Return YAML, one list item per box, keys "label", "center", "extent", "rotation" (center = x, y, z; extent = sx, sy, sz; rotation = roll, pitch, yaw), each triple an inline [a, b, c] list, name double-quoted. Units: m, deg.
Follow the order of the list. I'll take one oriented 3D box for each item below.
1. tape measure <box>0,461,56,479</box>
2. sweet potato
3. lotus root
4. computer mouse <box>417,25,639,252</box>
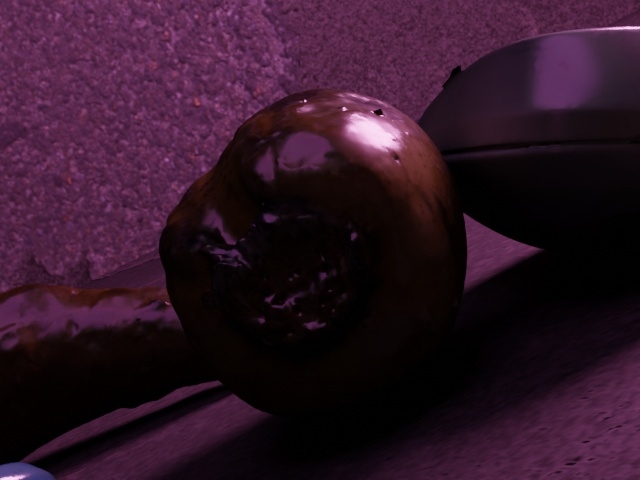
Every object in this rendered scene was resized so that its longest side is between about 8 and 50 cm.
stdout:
- label: "tape measure"
  center: [-0.138, 0.132, 0.604]
  extent: [0.146, 0.081, 0.125]
  rotation: [-25, -12, -35]
- label: "sweet potato"
  center: [-0.232, 0.104, 1.099]
  extent: [0.422, 0.130, 0.130]
  rotation: [-17, 6, 3]
- label: "lotus root"
  center: [0.002, 0.001, 0.873]
  extent: [0.154, 0.154, 0.278]
  rotation: [-24, 8, 3]
- label: "computer mouse"
  center: [0.136, -0.039, 0.924]
  extent: [0.159, 0.097, 0.288]
  rotation: [-3, -8, -8]
